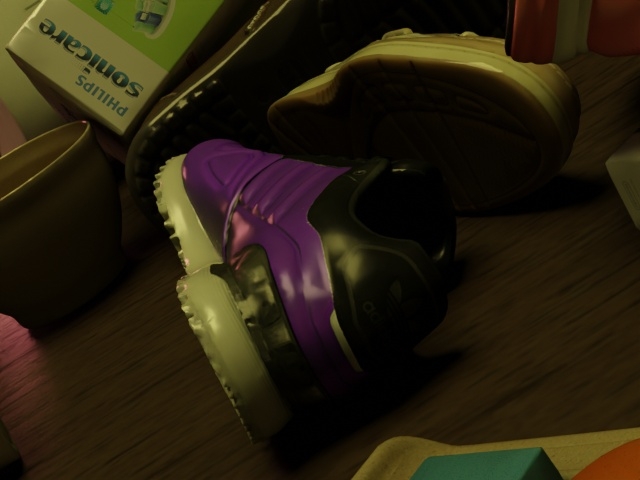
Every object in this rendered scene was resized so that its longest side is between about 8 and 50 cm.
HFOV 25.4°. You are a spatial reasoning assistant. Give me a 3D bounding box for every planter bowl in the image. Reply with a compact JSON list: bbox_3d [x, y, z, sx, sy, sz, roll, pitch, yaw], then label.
[{"bbox_3d":[-0.214,-0.003,1.074,0.162,0.109,0.162,-29,19,11],"label":"planter bowl"}]

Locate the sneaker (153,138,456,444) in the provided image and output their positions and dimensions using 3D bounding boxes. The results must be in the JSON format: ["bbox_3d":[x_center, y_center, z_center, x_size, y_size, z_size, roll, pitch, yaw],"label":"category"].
[{"bbox_3d":[0.000,0.001,0.762,0.146,0.102,0.293,-27,23,1],"label":"sneaker"}]

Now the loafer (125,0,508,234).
[{"bbox_3d":[0.001,-0.147,1.066,0.366,0.134,0.130,-34,19,-7],"label":"loafer"}]

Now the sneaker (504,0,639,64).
[{"bbox_3d":[0.189,-0.141,0.720,0.136,0.116,0.314,8,21,20],"label":"sneaker"}]

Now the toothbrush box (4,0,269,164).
[{"bbox_3d":[-0.105,-0.204,1.159,0.283,0.122,0.206,-52,-7,-7],"label":"toothbrush box"}]

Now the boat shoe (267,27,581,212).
[{"bbox_3d":[0.069,-0.085,0.852,0.098,0.109,0.302,-39,14,-19],"label":"boat shoe"}]

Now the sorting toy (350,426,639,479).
[{"bbox_3d":[0.024,0.150,0.409,0.229,0.041,0.307,-11,27,47],"label":"sorting toy"}]

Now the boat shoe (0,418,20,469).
[{"bbox_3d":[-0.286,0.094,0.938,0.096,0.117,0.324,-33,24,-15],"label":"boat shoe"}]

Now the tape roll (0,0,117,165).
[{"bbox_3d":[-0.298,-0.154,1.386,0.246,0.246,0.169,-7,29,51],"label":"tape roll"}]

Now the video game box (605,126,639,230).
[{"bbox_3d":[0.257,-0.081,0.633,0.205,0.048,0.187,-42,23,-28],"label":"video game box"}]
